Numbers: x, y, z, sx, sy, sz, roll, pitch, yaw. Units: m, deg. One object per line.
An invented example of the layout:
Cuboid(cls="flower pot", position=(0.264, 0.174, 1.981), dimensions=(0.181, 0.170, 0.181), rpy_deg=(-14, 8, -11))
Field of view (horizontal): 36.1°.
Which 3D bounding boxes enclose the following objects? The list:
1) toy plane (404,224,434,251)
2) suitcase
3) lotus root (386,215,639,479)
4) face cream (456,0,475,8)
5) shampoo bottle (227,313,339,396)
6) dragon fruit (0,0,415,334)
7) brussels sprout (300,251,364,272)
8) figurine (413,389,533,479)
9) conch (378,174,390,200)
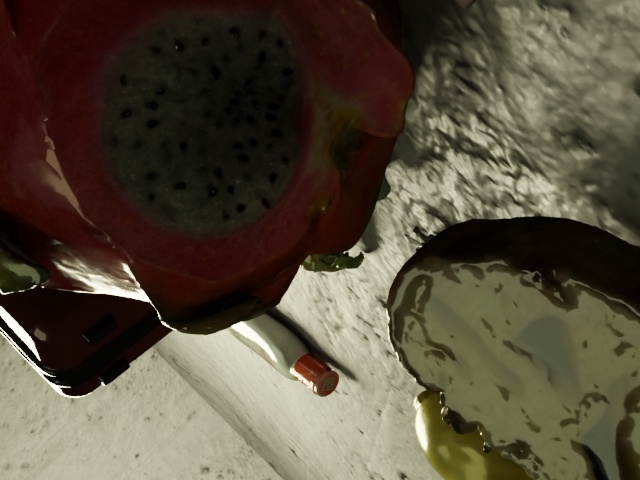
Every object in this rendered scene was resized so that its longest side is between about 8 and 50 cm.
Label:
Cuboid(cls="toy plane", position=(0.102, 0.018, 0.767), dimensions=(0.083, 0.031, 0.078), rpy_deg=(32, 172, 46))
Cuboid(cls="suitcase", position=(-0.234, 0.002, 1.081), dimensions=(0.236, 0.297, 0.161), rpy_deg=(38, 152, 25))
Cuboid(cls="lotus root", position=(0.159, 0.080, 0.603), dimensions=(0.261, 0.074, 0.170), rpy_deg=(36, 128, 23))
Cuboid(cls="face cream", position=(0.026, -0.198, 0.437), dimensions=(0.198, 0.057, 0.084), rpy_deg=(47, 160, -7))
Cuboid(cls="shampoo bottle", position=(-0.060, 0.151, 1.396), dimensions=(0.221, 0.051, 0.108), rpy_deg=(31, 156, 40))
Cuboid(cls="dragon fruit", position=(-0.084, -0.082, 0.550), dimensions=(0.290, 0.291, 0.189), rpy_deg=(52, -178, -15))
Cuboid(cls="brussels sprout", position=(0.000, 0.000, 0.930), dimensions=(0.085, 0.058, 0.085), rpy_deg=(30, 140, 28))
Cuboid(cls="figurine", position=(0.153, 0.141, 0.786), dimensions=(0.156, 0.131, 0.246), rpy_deg=(9, 145, 5))
Cuboid(cls="conch", position=(-0.049, -0.079, 0.740), dimensions=(0.200, 0.131, 0.172), rpy_deg=(54, 161, -17))
